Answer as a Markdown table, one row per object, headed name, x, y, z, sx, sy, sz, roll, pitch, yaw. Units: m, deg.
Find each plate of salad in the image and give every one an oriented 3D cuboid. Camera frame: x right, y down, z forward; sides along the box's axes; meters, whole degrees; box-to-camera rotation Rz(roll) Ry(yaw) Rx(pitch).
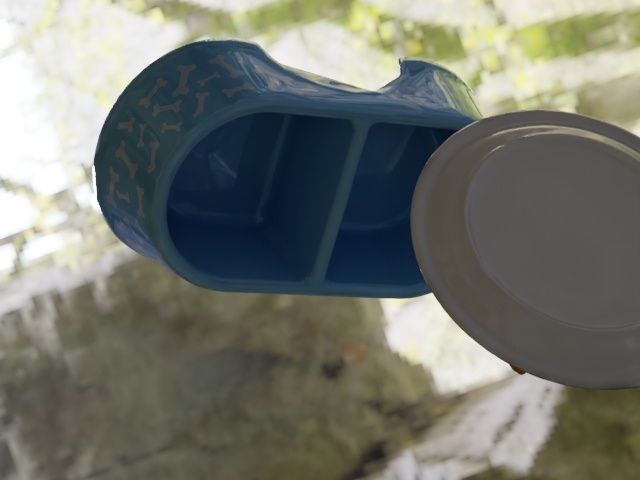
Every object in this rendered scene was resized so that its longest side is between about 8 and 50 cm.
| name | x | y | z | sx | sy | sz | roll | pitch | yaw |
| --- | --- | --- | --- | --- | --- | --- | --- | --- | --- |
| plate of salad | 0.148 | 0.007 | 1.179 | 0.048 | 0.200 | 0.199 | 109 | 149 | -53 |

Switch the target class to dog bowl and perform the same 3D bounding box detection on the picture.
| name | x | y | z | sx | sy | sz | roll | pitch | yaw |
| --- | --- | --- | --- | --- | --- | --- | --- | --- | --- |
| dog bowl | -0.001 | -0.039 | 1.319 | 0.074 | 0.297 | 0.166 | 48 | 127 | 52 |
